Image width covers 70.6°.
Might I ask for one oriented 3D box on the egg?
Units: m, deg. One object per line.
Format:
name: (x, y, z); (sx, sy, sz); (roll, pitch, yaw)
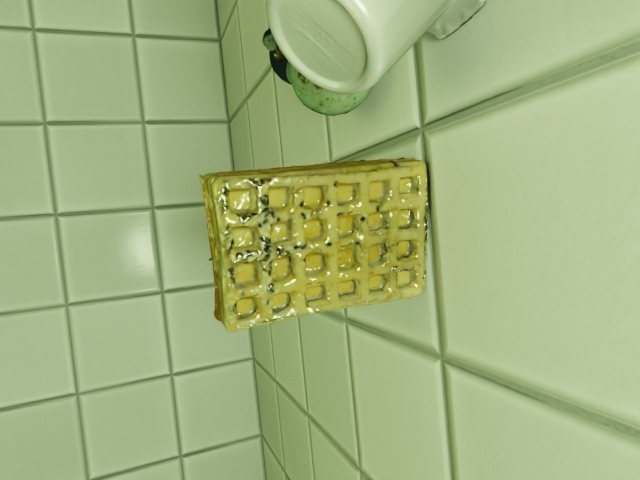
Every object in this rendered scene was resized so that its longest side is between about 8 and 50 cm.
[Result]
egg: (0.022, -0.333, 0.899); (0.231, 0.169, 0.169); (-172, 76, -78)

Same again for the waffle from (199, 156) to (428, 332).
waffle: (0.000, 0.000, 0.768); (0.114, 0.377, 0.260); (-150, 55, -63)

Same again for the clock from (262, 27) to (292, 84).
clock: (-0.037, -0.445, 0.990); (0.146, 0.200, 0.243); (63, 172, 13)

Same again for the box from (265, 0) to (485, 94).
box: (0.053, -0.337, 0.580); (0.263, 0.206, 0.291); (25, 159, 26)
